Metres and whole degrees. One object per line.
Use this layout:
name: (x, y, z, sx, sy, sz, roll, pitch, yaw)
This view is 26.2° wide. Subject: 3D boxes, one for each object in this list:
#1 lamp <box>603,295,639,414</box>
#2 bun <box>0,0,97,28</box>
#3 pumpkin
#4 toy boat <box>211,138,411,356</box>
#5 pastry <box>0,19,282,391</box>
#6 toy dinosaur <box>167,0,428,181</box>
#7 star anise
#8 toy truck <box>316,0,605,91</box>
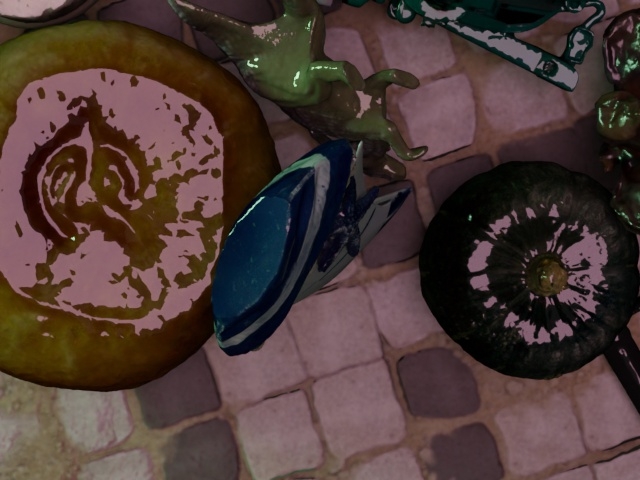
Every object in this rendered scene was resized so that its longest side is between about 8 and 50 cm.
lamp: (0.472, 0.063, 1.266, 0.374, 0.272, 0.205, -31, 95, -2)
bun: (-0.263, -0.280, 1.249, 0.172, 0.120, 0.173, -1, 101, -6)
pumpkin: (0.199, 0.027, 1.298, 0.211, 0.152, 0.212, 0, 80, -1)
toy boat: (0.006, -0.018, 1.204, 0.070, 0.210, 0.291, 38, 48, 16)
pastry: (-0.205, -0.031, 1.259, 0.355, 0.164, 0.356, 0, 93, 0)
toy dinosaur: (-0.002, -0.142, 1.235, 0.294, 0.162, 0.077, 49, 56, -27)
star anise: (0.306, -0.108, 1.285, 0.099, 0.220, 0.214, -15, 93, 33)
toy truck: (0.095, -0.271, 1.260, 0.363, 0.176, 0.178, 16, 99, -6)
